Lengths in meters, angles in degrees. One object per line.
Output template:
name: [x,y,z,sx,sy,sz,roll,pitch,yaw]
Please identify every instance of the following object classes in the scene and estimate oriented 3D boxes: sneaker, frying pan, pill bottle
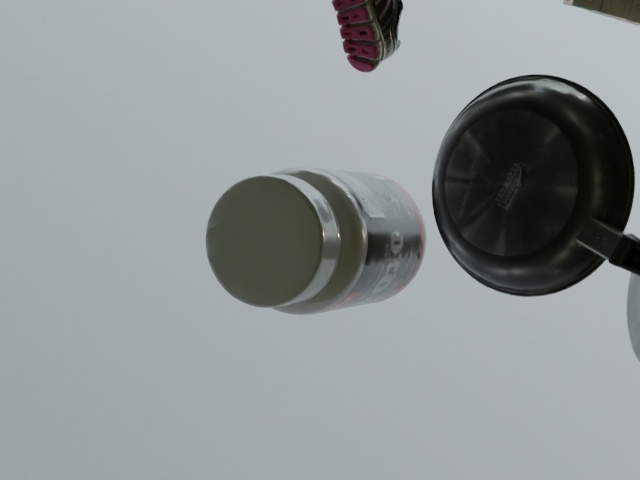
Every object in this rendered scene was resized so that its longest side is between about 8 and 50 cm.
sneaker: [0.053,-0.280,1.323,0.074,0.063,0.171,-25,-74,-50]
frying pan: [0.207,0.003,0.993,0.053,0.197,0.326,4,-130,-53]
pill bottle: [0.000,0.000,1.300,0.283,0.161,0.161,-4,-105,-65]

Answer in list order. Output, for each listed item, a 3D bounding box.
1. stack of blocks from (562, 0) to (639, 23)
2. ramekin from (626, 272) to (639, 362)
stack of blocks: [0.528,-0.358,1.745,0.297,0.171,0.087,16,-78,2]
ramekin: [0.549,0.068,1.621,0.127,0.273,0.273,13,-109,-11]
